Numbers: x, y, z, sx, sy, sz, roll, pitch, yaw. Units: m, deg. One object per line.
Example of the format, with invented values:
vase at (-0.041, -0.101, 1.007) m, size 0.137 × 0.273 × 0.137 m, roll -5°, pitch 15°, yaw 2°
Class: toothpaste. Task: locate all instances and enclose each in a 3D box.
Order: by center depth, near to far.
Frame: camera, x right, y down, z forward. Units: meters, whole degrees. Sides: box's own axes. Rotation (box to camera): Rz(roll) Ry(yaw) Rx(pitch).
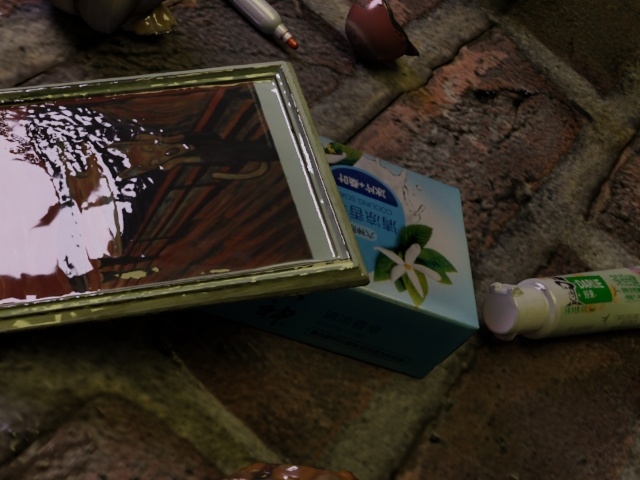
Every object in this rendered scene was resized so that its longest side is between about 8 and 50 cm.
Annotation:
toothpaste at (0.256, 0.057, 1.139) m, size 0.314 × 0.056 × 0.058 m, roll -3°, pitch 95°, yaw -45°

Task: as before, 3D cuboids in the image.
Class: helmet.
helmet at (0.053, -0.195, 1.211) m, size 0.084 × 0.049 × 0.065 m, roll 51°, pitch -4°, yaw -26°

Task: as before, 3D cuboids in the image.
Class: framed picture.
framed picture at (-0.123, -0.039, 0.848) m, size 0.273 × 0.016 × 0.216 m, roll -8°, pitch 53°, yaw -16°

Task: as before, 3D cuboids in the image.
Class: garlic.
garlic at (-0.153, -0.246, 0.986) m, size 0.127 × 0.194 × 0.131 m, roll -6°, pitch 62°, yaw -31°

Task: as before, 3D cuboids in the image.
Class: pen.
pen at (-0.099, -0.251, 1.157) m, size 0.218 × 0.026 × 0.026 m, roll 43°, pitch 38°, yaw 4°

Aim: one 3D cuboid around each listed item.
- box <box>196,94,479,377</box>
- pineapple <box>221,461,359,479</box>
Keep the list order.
box at (0.000, 0.000, 0.950) m, size 0.232 × 0.083 × 0.143 m, roll 20°, pitch 46°, yaw -25°
pineapple at (-0.038, 0.277, 0.598) m, size 0.165 × 0.165 × 0.365 m, roll 30°, pitch 42°, yaw -13°
